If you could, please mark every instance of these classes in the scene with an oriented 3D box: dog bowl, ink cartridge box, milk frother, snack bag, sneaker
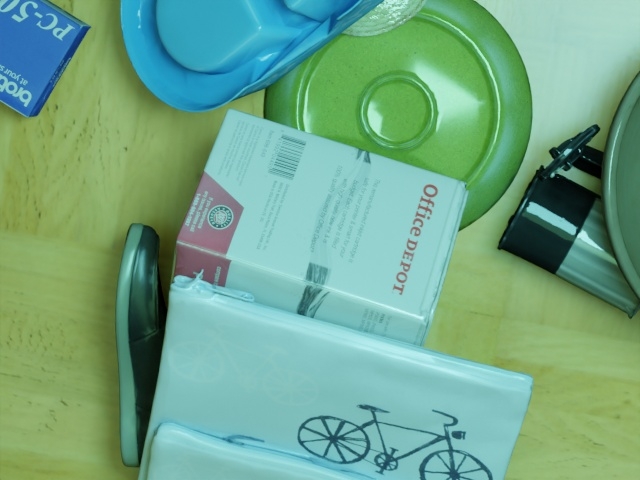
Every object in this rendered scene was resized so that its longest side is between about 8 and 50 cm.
[{"bbox_3d":[-0.041,-0.227,1.680,0.297,0.074,0.166,-34,75,32],"label":"dog bowl"},{"bbox_3d":[-0.319,-0.204,1.769,0.207,0.046,0.097,32,97,0],"label":"ink cartridge box"},{"bbox_3d":[0.240,-0.020,1.701,0.135,0.143,0.129,27,88,3],"label":"milk frother"},{"bbox_3d":[0.005,0.198,1.696,0.323,0.037,0.342,16,129,2],"label":"snack bag"},{"bbox_3d":[0.000,0.000,1.671,0.218,0.092,0.158,17,53,3],"label":"ink cartridge box"},{"bbox_3d":[-0.121,0.091,1.769,0.118,0.083,0.222,-1,103,-2],"label":"sneaker"}]

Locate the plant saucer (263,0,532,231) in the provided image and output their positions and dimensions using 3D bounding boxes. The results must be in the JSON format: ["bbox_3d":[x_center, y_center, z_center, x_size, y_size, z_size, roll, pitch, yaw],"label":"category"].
[{"bbox_3d":[0.068,-0.114,1.758,0.241,0.037,0.241,0,94,4],"label":"plant saucer"}]

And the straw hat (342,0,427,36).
[{"bbox_3d":[0.035,-0.253,1.712,0.145,0.061,0.144,-1,82,5],"label":"straw hat"}]

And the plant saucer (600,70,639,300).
[{"bbox_3d":[0.344,-0.049,1.687,0.278,0.041,0.277,-2,94,-29],"label":"plant saucer"}]
